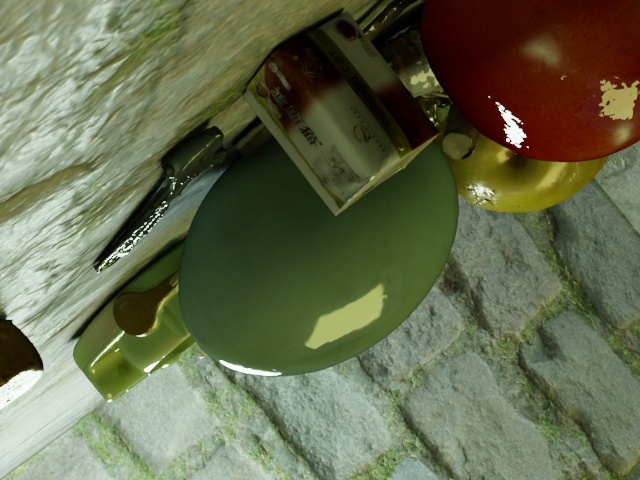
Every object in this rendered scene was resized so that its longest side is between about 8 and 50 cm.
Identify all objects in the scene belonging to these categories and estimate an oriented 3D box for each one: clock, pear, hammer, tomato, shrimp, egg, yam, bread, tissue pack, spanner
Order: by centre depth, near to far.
[{"bbox_3d":[0.020,-0.121,1.077,0.106,0.149,0.099,-36,176,-32],"label":"tissue pack"},{"bbox_3d":[0.220,-0.213,1.108,0.226,0.299,0.298,-15,-172,30],"label":"tomato"},{"bbox_3d":[0.010,-0.182,1.198,0.297,0.027,0.125,-40,171,26],"label":"hammer"},{"bbox_3d":[-0.400,0.170,1.207,0.236,0.070,0.236,-37,176,-3],"label":"bread"},{"bbox_3d":[-0.175,-0.035,1.211,0.093,0.026,0.325,-34,175,-40],"label":"spanner"},{"bbox_3d":[0.000,0.000,1.361,0.389,0.276,0.276,-43,179,-26],"label":"egg"},{"bbox_3d":[0.178,-0.241,1.409,0.343,0.116,0.145,-27,171,-37],"label":"shrimp"},{"bbox_3d":[0.197,-0.198,1.482,0.046,0.046,0.264,-41,-161,41],"label":"yam"},{"bbox_3d":[0.142,-0.219,1.534,0.157,0.094,0.083,-45,138,-48],"label":"bread"},{"bbox_3d":[0.286,-0.191,1.693,0.285,0.285,0.336,-39,-148,11],"label":"pear"},{"bbox_3d":[-0.206,0.090,1.723,0.286,0.117,0.348,-36,176,-38],"label":"clock"}]

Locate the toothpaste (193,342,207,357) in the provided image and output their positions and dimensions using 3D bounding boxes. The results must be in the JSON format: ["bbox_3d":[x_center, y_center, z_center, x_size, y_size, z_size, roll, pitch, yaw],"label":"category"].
[{"bbox_3d":[-0.114,0.103,1.666,0.190,0.031,0.048,-43,172,16],"label":"toothpaste"}]
